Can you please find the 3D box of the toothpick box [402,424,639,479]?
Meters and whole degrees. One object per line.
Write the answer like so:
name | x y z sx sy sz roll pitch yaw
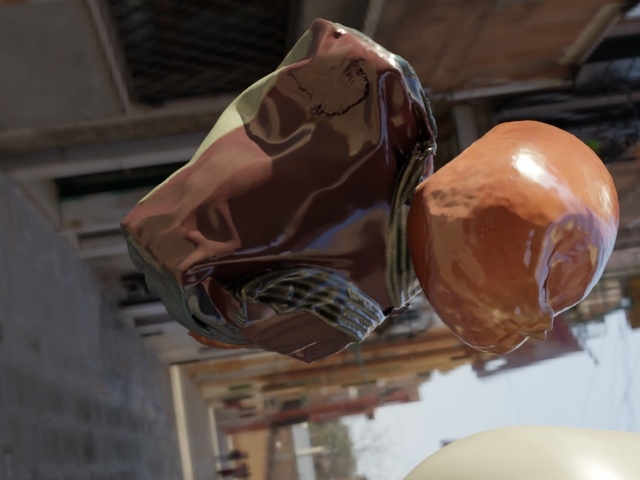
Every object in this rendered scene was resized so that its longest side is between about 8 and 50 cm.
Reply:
toothpick box | 0.142 0.185 0.529 0.229 0.317 0.228 -25 -120 53

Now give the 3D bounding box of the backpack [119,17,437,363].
backpack | 0.000 0.000 1.039 0.197 0.283 0.317 43 -8 33

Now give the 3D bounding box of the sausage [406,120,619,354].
sausage | 0.138 -0.012 0.819 0.254 0.148 0.148 -23 106 -71
